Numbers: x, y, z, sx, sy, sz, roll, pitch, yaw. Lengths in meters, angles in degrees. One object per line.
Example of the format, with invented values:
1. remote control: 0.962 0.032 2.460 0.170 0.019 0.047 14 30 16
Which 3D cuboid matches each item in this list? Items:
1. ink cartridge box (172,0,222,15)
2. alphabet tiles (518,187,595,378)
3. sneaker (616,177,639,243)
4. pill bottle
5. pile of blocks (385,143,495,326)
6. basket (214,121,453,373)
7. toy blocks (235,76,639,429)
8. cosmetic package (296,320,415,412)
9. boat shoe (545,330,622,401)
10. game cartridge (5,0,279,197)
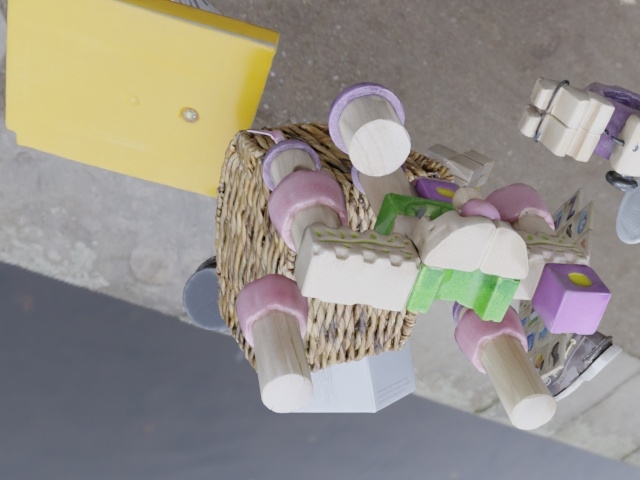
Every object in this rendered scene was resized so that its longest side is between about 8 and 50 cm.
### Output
1. ink cartridge box: -0.310 -0.471 1.811 0.121 0.211 0.289 -28 161 15
2. alphabet tiles: 0.412 0.088 1.415 0.011 0.343 0.285 17 154 -3
3. sneaker: 0.703 -0.114 1.552 0.146 0.104 0.296 1 124 -41
4. pill bottle: -0.132 0.077 1.254 0.122 0.123 0.219 -39 175 12
5. pile of blocks: 0.122 -0.006 1.208 0.362 0.112 0.149 -50 154 -19
6. basket: 0.000 0.000 1.018 0.222 0.213 0.299 -12 129 -27
7. toy blocks: 0.091 -0.037 0.693 0.288 0.260 0.309 8 120 -15
8. cosmetic package: 0.045 0.209 1.392 0.183 0.152 0.151 -8 -178 35
9. boat shoe: 0.567 0.275 1.781 0.116 0.097 0.324 -38 162 -16
10. game cartridge: -0.244 -0.200 1.044 0.323 0.053 0.285 16 137 -10
